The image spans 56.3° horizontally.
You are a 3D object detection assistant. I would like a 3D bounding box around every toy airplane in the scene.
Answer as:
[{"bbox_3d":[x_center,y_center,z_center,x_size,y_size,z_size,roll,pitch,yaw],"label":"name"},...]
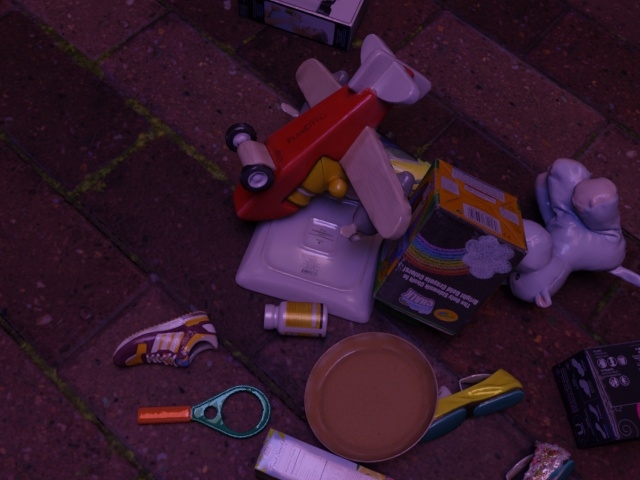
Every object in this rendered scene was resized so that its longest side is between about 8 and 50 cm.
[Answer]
[{"bbox_3d":[0.046,-0.184,1.129,0.384,0.272,0.386,7,67,36],"label":"toy airplane"}]

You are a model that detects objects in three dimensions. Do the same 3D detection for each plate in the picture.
[{"bbox_3d":[0.000,0.000,1.206,0.277,0.045,0.278,17,65,2],"label":"plate"}]

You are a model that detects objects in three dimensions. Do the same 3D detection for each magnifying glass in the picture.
[{"bbox_3d":[-0.204,0.306,1.058,0.231,0.026,0.092,0,65,-7],"label":"magnifying glass"}]

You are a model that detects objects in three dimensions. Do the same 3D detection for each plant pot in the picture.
[{"bbox_3d":[0.089,0.275,1.056,0.236,0.032,0.236,-9,53,12],"label":"plant pot"}]

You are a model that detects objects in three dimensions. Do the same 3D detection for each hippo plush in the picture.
[{"bbox_3d":[0.452,0.008,1.186,0.236,0.234,0.294,-32,113,0],"label":"hippo plush"}]

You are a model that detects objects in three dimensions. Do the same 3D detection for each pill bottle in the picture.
[{"bbox_3d":[-0.046,0.147,1.121,0.116,0.065,0.065,4,65,-4],"label":"pill bottle"}]

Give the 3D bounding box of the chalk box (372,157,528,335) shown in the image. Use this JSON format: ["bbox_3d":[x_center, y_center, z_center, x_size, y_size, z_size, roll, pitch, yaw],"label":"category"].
[{"bbox_3d":[0.214,0.035,1.098,0.180,0.289,0.179,26,36,-7],"label":"chalk box"}]

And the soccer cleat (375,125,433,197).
[{"bbox_3d":[0.177,-0.134,1.275,0.289,0.093,0.121,38,98,8],"label":"soccer cleat"}]

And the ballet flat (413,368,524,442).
[{"bbox_3d":[0.255,0.292,1.083,0.231,0.077,0.077,-18,47,-13],"label":"ballet flat"}]

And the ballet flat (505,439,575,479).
[{"bbox_3d":[0.339,0.440,1.021,0.241,0.091,0.077,-38,43,-24],"label":"ballet flat"}]

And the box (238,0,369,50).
[{"bbox_3d":[-0.036,-0.590,1.454,0.290,0.087,0.169,21,65,5],"label":"box"}]

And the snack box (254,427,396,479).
[{"bbox_3d":[0.001,0.380,0.956,0.207,0.174,0.070,20,64,4],"label":"snack box"}]

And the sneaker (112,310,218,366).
[{"bbox_3d":[-0.277,0.196,1.076,0.185,0.069,0.084,-24,64,-14],"label":"sneaker"}]

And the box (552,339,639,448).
[{"bbox_3d":[0.579,0.269,1.077,0.247,0.142,0.163,-6,64,-9],"label":"box"}]
